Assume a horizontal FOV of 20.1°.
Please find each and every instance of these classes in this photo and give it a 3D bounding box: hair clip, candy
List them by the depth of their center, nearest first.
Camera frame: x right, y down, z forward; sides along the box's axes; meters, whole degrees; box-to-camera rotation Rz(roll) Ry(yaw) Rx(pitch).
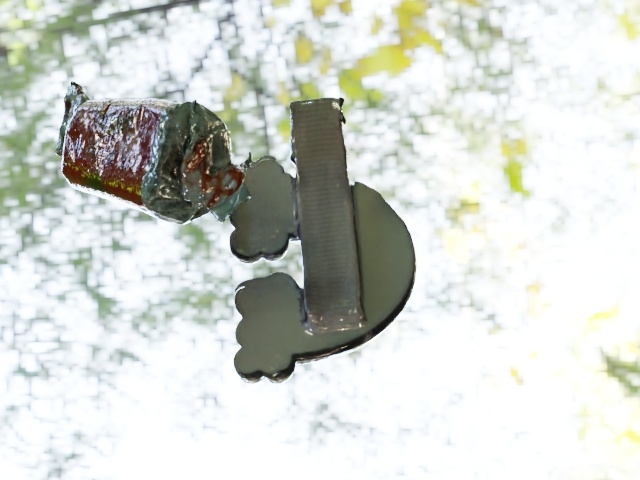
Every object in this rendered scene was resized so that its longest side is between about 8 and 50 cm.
[{"bbox_3d":[-0.128,-0.064,1.299,0.059,0.292,0.086,16,-90,-34],"label":"candy"},{"bbox_3d":[0.000,0.000,1.343,0.054,0.140,0.220,94,172,-63],"label":"hair clip"}]
